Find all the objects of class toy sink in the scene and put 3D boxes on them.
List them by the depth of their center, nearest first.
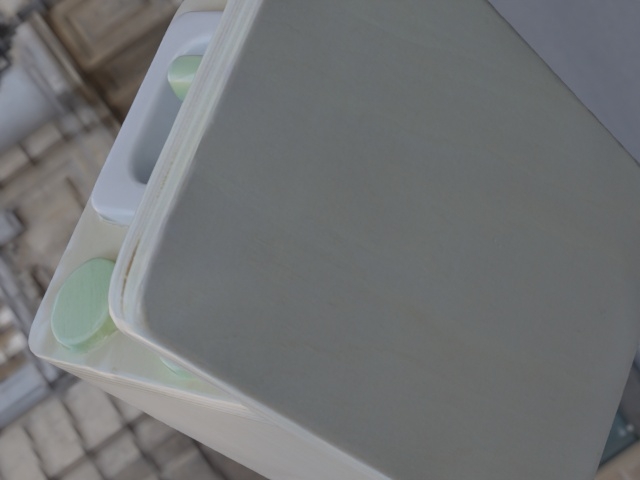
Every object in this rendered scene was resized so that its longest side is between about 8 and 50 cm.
[{"bbox_3d":[0.000,0.000,0.499,0.131,0.153,0.234,7,160,43],"label":"toy sink"}]
